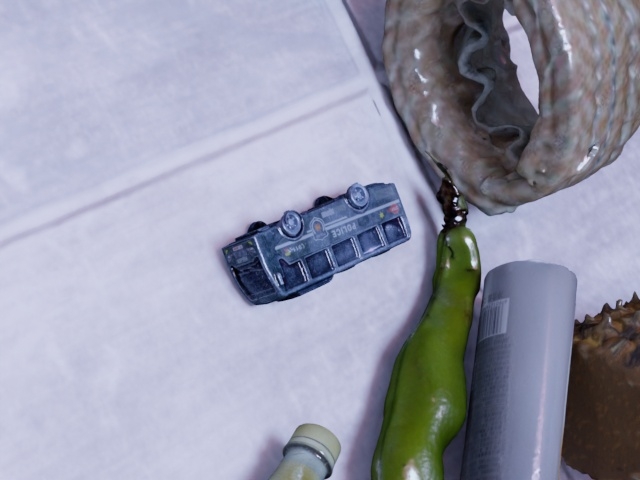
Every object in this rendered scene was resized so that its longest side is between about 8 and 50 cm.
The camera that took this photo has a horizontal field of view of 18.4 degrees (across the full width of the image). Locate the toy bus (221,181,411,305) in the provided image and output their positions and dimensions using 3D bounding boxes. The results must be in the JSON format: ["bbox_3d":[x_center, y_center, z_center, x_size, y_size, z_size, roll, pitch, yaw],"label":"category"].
[{"bbox_3d":[0.000,0.000,1.533,0.166,0.047,0.065,-24,93,-43],"label":"toy bus"}]

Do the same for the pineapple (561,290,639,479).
[{"bbox_3d":[0.345,0.100,1.715,0.365,0.165,0.165,-17,85,-45],"label":"pineapple"}]

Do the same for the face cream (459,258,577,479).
[{"bbox_3d":[0.151,0.153,1.554,0.073,0.107,0.269,13,67,-10],"label":"face cream"}]

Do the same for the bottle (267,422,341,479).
[{"bbox_3d":[-0.052,0.234,1.376,0.083,0.083,0.269,44,49,-18],"label":"bottle"}]

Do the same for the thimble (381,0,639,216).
[{"bbox_3d":[0.167,-0.152,1.628,0.148,0.196,0.229,-25,90,-44],"label":"thimble"}]

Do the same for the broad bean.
[{"bbox_3d":[0.082,0.093,1.556,0.098,0.056,0.318,34,53,-45],"label":"broad bean"}]
